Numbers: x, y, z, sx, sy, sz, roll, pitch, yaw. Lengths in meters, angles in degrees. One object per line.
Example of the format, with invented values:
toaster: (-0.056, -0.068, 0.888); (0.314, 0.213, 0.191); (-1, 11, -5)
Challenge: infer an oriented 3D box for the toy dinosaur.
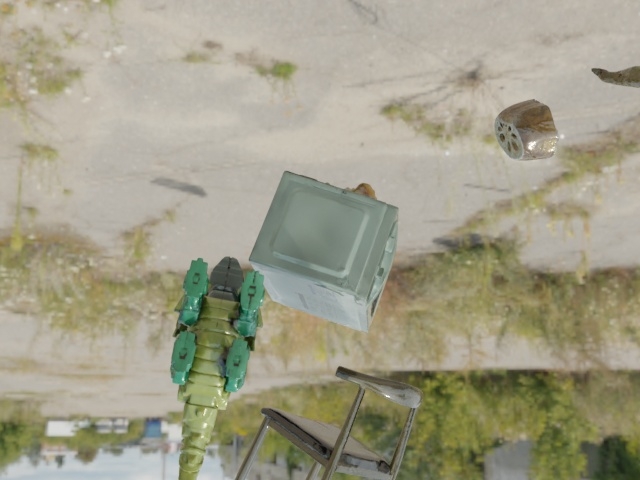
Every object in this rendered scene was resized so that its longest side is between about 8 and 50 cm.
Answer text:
toy dinosaur: (-0.112, 0.125, 0.798); (0.094, 0.259, 0.153); (10, 154, -4)

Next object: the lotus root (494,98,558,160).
lotus root: (0.404, -0.210, 1.573); (0.081, 0.112, 0.122); (-22, -152, -12)

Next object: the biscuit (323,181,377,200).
biscuit: (0.001, 0.000, 1.274); (0.228, 0.176, 0.031); (-12, 179, 34)

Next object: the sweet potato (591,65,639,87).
sweet potato: (0.537, -0.287, 1.397); (0.041, 0.038, 0.153); (35, -179, -25)

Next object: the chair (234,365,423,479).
chair: (0.016, 0.299, 1.144); (0.166, 0.272, 0.188); (24, 176, 44)

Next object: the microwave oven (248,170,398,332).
microwave oven: (0.010, 0.018, 0.981); (0.162, 0.122, 0.208); (19, 165, 10)
